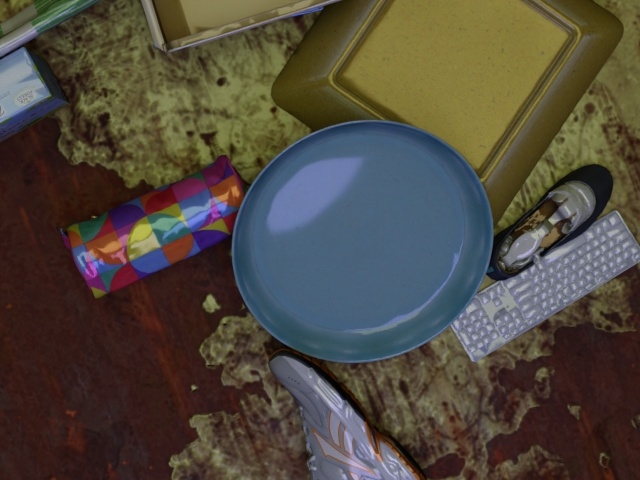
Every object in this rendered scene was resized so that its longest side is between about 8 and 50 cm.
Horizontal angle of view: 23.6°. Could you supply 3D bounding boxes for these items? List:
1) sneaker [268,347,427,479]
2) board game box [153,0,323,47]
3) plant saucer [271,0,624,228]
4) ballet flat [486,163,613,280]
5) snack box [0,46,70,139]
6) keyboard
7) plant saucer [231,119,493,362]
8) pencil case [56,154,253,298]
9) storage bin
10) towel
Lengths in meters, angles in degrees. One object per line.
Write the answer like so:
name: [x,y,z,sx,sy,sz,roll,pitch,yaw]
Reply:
sneaker: [0.012,0.251,1.882,0.121,0.099,0.262,-42,92,4]
board game box: [-0.116,-0.336,1.870,0.211,0.039,0.160,-12,96,2]
plant saucer: [0.161,-0.223,1.878,0.332,0.081,0.333,34,89,-3]
ballet flat: [0.285,-0.021,1.896,0.203,0.074,0.074,-38,93,-1]
snack box: [-0.392,-0.150,1.790,0.174,0.207,0.070,-29,93,-1]
keyboard: [0.282,0.057,1.926,0.256,0.014,0.072,-31,93,-2]
plant saucer: [0.049,-0.001,1.848,0.317,0.044,0.318,-3,114,-7]
pencil case: [-0.197,-0.019,1.860,0.236,0.104,0.104,-22,93,-2]
storage bin: [-0.105,-0.377,1.784,0.260,0.123,0.262,-17,97,1]
towel: [-0.365,-0.238,1.771,0.324,0.248,0.038,-30,104,-3]
